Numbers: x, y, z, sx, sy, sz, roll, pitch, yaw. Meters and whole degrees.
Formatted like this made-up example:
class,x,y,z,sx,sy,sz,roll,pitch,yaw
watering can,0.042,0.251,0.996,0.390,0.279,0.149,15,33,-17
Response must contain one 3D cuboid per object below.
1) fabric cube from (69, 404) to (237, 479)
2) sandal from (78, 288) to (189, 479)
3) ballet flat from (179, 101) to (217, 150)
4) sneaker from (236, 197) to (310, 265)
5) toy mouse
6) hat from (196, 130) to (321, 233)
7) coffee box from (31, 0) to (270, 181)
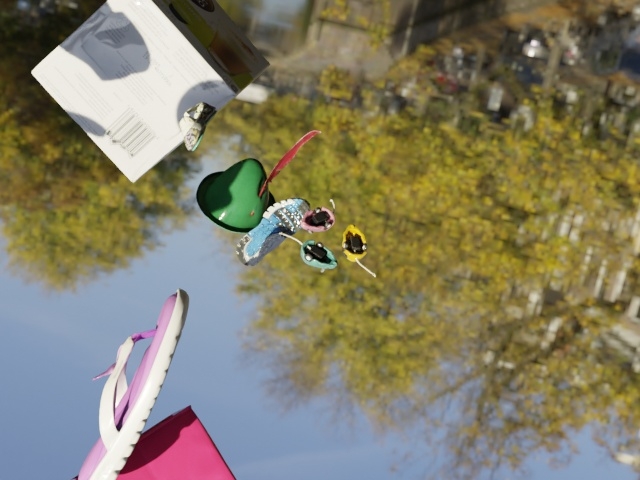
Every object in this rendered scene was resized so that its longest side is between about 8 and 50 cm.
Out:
class,x,y,z,sx,sy,sz,roll,pitch,yaw
fabric cube,-0.305,0.499,2.040,0.259,0.258,0.254,-32,178,-19
sandal,-0.336,0.264,1.772,0.102,0.416,0.169,24,-175,-14
ballet flat,-0.179,-0.164,1.507,0.041,0.041,0.114,13,-147,2
sneaker,-0.085,-0.028,2.099,0.071,0.191,0.083,53,-151,1
toy mouse,0.000,0.000,1.681,0.143,0.031,0.161,0,-127,-20
hat,-0.140,-0.144,2.167,0.173,0.183,0.208,29,-138,1
coffee box,-0.378,-0.400,2.462,0.337,0.338,0.334,49,-157,-9
